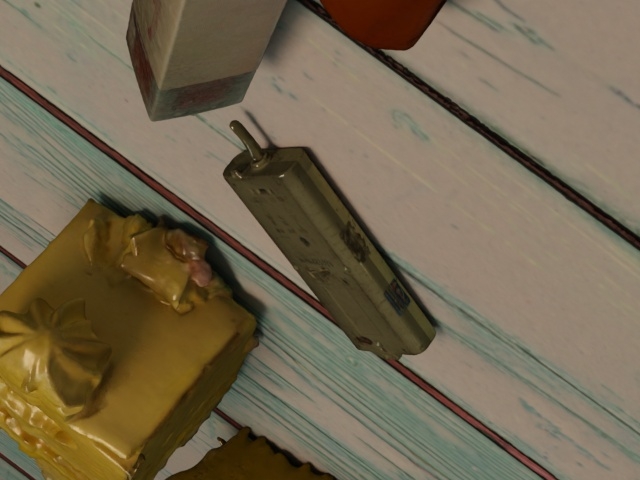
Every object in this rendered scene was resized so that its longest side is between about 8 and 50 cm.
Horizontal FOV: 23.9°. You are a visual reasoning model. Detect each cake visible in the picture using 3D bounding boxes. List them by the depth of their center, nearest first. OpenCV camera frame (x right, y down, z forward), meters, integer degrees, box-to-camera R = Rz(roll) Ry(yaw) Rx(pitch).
[{"bbox_3d":[-0.209,0.113,1.493,0.222,0.227,0.286,36,153,4],"label":"cake"}]

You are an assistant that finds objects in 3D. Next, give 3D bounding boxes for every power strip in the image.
[{"bbox_3d":[0.000,0.000,1.278,0.092,0.034,0.268,1,135,50],"label":"power strip"}]

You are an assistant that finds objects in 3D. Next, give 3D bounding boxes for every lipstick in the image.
[{"bbox_3d":[-0.065,-0.178,0.960,0.371,0.080,0.076,125,130,-71],"label":"lipstick"}]

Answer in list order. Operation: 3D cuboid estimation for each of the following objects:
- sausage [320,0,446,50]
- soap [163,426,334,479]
[{"bbox_3d":[0.059,-0.204,0.829,0.097,0.094,0.348,41,154,4],"label":"sausage"},{"bbox_3d":[0.007,0.347,1.663,0.339,0.169,0.304,45,152,-16],"label":"soap"}]
